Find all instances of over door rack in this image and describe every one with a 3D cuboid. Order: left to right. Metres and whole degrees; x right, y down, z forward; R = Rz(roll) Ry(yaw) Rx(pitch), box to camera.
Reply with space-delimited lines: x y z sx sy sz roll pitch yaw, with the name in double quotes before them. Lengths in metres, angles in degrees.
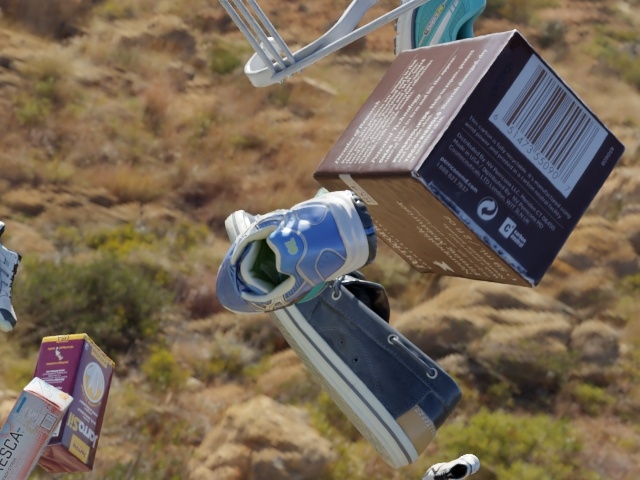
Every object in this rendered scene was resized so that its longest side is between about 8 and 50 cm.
"over door rack" 0.025 -0.266 0.823 0.239 0.324 0.108 52 35 -32

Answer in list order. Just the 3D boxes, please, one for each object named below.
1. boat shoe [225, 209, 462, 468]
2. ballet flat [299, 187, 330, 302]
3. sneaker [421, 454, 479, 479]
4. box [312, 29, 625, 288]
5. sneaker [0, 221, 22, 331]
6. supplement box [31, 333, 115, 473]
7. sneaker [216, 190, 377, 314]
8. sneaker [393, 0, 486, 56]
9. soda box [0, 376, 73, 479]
"boat shoe" 0.024 0.117 1.702 0.500 0.156 0.187 47 -10 34
"ballet flat" 0.000 0.000 1.438 0.070 0.188 0.070 15 42 -14
"sneaker" 0.205 0.381 1.860 0.040 0.109 0.043 62 26 10
"box" 0.136 -0.074 1.078 0.168 0.167 0.203 40 -15 -22
"sneaker" -0.233 0.024 0.830 0.037 0.032 0.083 -19 84 -21
"supplement box" -0.389 0.251 1.753 0.080 0.104 0.188 -7 54 19
"sneaker" -0.042 0.015 0.895 0.081 0.211 0.080 -18 82 -32
"sneaker" 0.147 -0.159 1.334 0.110 0.275 0.107 5 18 25
"soda box" -0.385 0.267 1.441 0.058 0.183 0.063 31 7 -3
